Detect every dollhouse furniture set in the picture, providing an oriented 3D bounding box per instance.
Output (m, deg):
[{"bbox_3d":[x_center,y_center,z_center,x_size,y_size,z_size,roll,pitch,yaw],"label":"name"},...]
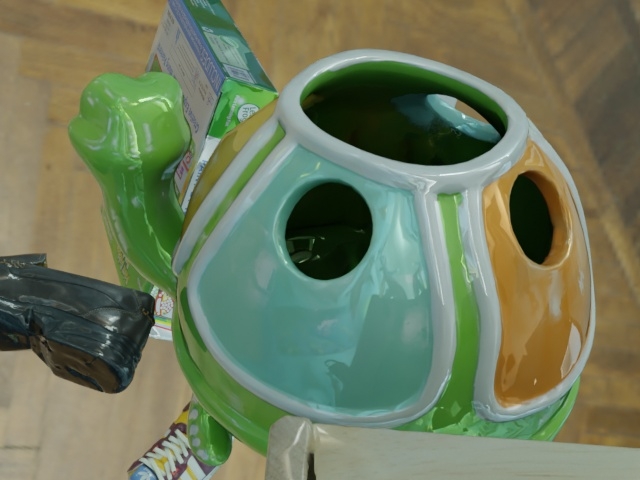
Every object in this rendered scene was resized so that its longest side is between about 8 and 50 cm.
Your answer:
[{"bbox_3d":[0.089,0.293,0.588,0.362,0.256,0.394,89,6,-63],"label":"dollhouse furniture set"}]

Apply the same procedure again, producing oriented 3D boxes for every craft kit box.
[{"bbox_3d":[-0.128,-0.075,1.292,0.061,0.250,0.246,15,113,-23],"label":"craft kit box"}]

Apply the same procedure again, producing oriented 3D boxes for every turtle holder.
[{"bbox_3d":[0.019,-0.003,0.868,0.243,0.320,0.227,-20,135,-26],"label":"turtle holder"}]

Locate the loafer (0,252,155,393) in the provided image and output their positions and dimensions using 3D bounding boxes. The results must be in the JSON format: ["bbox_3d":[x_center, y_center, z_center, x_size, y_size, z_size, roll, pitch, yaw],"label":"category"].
[{"bbox_3d":[-0.182,0.035,0.873,0.170,0.062,0.061,23,56,3],"label":"loafer"}]

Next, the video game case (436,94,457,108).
[{"bbox_3d":[0.054,-0.046,1.795,0.036,0.300,0.329,20,87,-19],"label":"video game case"}]

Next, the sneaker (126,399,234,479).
[{"bbox_3d":[-0.158,0.241,1.543,0.084,0.069,0.185,-8,132,-52],"label":"sneaker"}]
